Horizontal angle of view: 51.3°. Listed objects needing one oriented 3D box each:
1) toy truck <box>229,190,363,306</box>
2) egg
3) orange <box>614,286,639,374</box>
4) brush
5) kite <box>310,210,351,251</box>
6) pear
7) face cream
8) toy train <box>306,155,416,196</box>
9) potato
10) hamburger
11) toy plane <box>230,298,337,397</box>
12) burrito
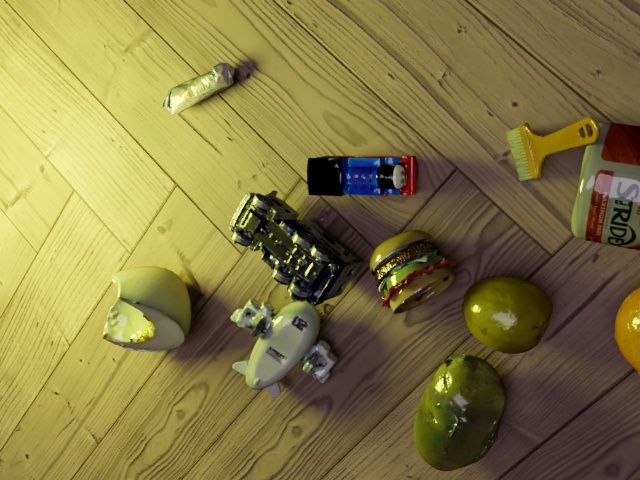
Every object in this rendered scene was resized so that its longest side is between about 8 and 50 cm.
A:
[{"bbox_3d":[-0.055,0.008,1.432,0.268,0.155,0.124,41,114,20],"label":"toy truck"},{"bbox_3d":[-0.414,0.155,1.645,0.206,0.162,0.271,15,144,-7],"label":"egg"},{"bbox_3d":[0.595,0.158,1.134,0.177,0.155,0.177,1,92,38],"label":"orange"},{"bbox_3d":[0.396,-0.166,1.144,0.013,0.272,0.103,-16,90,-11],"label":"brush"},{"bbox_3d":[0.000,0.000,1.490,0.156,0.011,0.139,19,109,24],"label":"kite"},{"bbox_3d":[0.350,0.138,1.255,0.162,0.149,0.149,16,105,31],"label":"pear"},{"bbox_3d":[0.529,-0.084,1.095,0.187,0.201,0.201,13,104,24],"label":"face cream"},{"bbox_3d":[0.084,-0.131,1.355,0.204,0.131,0.083,3,99,27],"label":"toy train"},{"bbox_3d":[0.277,0.350,1.330,0.169,0.143,0.248,34,113,30],"label":"potato"},{"bbox_3d":[0.175,0.056,1.330,0.175,0.175,0.137,-41,66,26],"label":"hamburger"},{"bbox_3d":[-0.091,0.242,1.513,0.267,0.122,0.267,4,112,11],"label":"toy plane"},{"bbox_3d":[-0.282,-0.355,1.547,0.203,0.064,0.064,-20,89,30],"label":"burrito"}]
